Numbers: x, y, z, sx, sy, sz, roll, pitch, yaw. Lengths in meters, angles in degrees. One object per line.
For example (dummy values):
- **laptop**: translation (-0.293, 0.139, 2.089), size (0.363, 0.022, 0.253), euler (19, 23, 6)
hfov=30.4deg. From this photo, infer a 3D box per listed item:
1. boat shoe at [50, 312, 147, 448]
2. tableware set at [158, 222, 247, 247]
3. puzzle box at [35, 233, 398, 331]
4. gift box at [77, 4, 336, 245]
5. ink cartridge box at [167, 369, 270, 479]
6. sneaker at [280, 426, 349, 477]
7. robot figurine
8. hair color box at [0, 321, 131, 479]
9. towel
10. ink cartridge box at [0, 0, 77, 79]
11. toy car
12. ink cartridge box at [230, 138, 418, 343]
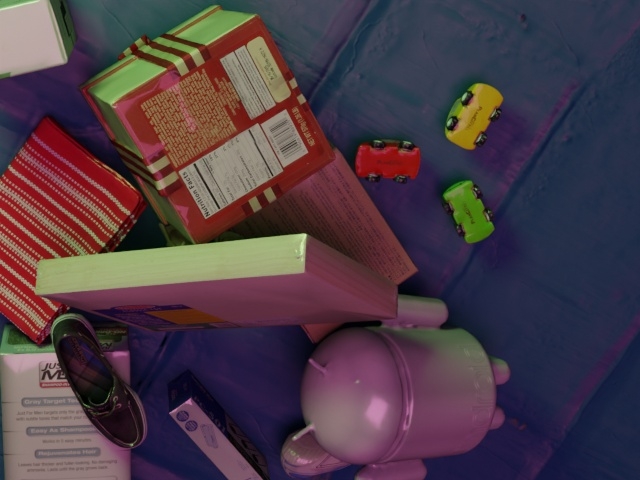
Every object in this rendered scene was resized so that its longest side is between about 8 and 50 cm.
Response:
- **boat shoe**: translation (-0.309, 0.208, 1.653), size (0.080, 0.076, 0.228), euler (-21, 111, -2)
- **tableware set**: translation (-0.157, 0.031, 1.703), size (0.169, 0.020, 0.141), euler (12, 138, 23)
- **puzzle box**: translation (-0.135, 0.064, 1.568), size (0.409, 0.272, 0.052), euler (-5, 73, 27)
- **gift box**: translation (-0.137, -0.161, 1.574), size (0.276, 0.258, 0.255), euler (-29, 111, -14)
- **ink cartridge box**: translation (-0.156, 0.304, 1.821), size (0.046, 0.097, 0.207), euler (-36, 111, 5)
- **sneaker**: translation (0.049, 0.315, 1.877), size (0.237, 0.085, 0.086), euler (-15, 151, -11)
- **robot figurine**: translation (0.117, 0.225, 1.747), size (0.353, 0.200, 0.299), euler (1, 95, -35)
- **hair color box**: translation (-0.380, 0.315, 1.782), size (0.185, 0.113, 0.374), euler (0, 110, -10)
- **towel**: translation (-0.391, -0.015, 1.661), size (0.199, 0.031, 0.275), euler (40, 102, 8)
- **ink cartridge box**: translation (-0.402, -0.266, 1.517), size (0.153, 0.208, 0.086), euler (-15, 108, -4)
- **toy car**: translation (0.189, -0.098, 1.753), size (0.239, 0.053, 0.225), euler (-28, 112, 3)
- **ink cartridge box**: translation (0.000, 0.000, 1.734), size (0.193, 0.088, 0.234), euler (-34, 111, 0)
